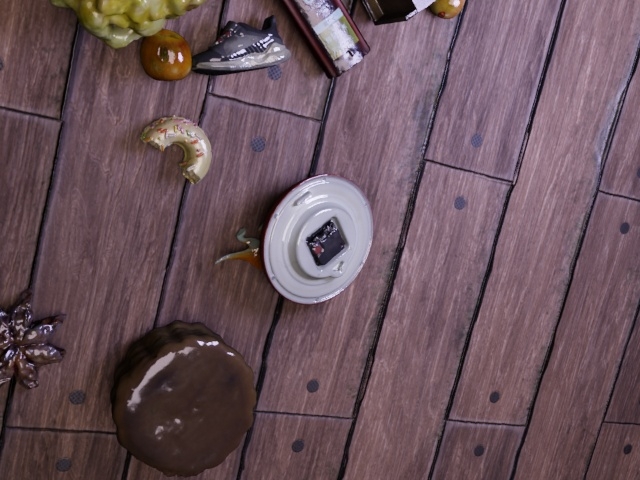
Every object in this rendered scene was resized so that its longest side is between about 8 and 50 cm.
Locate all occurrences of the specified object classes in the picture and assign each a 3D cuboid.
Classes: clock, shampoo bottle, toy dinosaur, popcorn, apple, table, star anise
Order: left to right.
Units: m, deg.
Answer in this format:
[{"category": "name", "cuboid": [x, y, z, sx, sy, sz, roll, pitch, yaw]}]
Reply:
[{"category": "star anise", "cuboid": [-0.652, 0.227, 1.569, 0.236, 0.109, 0.223, -50, 119, -6]}, {"category": "popcorn", "cuboid": [-0.362, -0.514, 1.410, 0.312, 0.312, 0.312, -5, 105, -21]}, {"category": "apple", "cuboid": [-0.320, -0.382, 1.541, 0.099, 0.114, 0.102, -8, 118, -21]}, {"category": "toy dinosaur", "cuboid": [-0.135, 0.026, 1.761, 0.212, 0.057, 0.142, -33, 125, -2]}, {"category": "shampoo bottle", "cuboid": [-0.019, -0.523, 1.646, 0.129, 0.084, 0.323, -39, 113, -12]}, {"category": "clock", "cuboid": [0.000, 0.000, 1.748, 0.318, 0.080, 0.319, -12, 111, -34]}, {"category": "table", "cuboid": [0.186, -0.603, 1.659, 0.193, 0.172, 0.169, -38, 113, -13]}, {"category": "apple", "cuboid": [0.300, -0.565, 1.765, 0.071, 0.084, 0.084, 26, 93, -17]}]

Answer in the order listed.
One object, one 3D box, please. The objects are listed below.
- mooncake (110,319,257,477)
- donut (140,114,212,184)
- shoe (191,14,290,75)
[{"category": "mooncake", "cuboid": [-0.315, 0.351, 1.690, 0.323, 0.187, 0.324, -6, 104, -23]}, {"category": "donut", "cuboid": [-0.296, -0.207, 1.622, 0.166, 0.065, 0.108, 42, 85, -25]}, {"category": "shoe", "cuboid": [-0.176, -0.419, 1.608, 0.227, 0.099, 0.112, -12, 100, -23]}]
